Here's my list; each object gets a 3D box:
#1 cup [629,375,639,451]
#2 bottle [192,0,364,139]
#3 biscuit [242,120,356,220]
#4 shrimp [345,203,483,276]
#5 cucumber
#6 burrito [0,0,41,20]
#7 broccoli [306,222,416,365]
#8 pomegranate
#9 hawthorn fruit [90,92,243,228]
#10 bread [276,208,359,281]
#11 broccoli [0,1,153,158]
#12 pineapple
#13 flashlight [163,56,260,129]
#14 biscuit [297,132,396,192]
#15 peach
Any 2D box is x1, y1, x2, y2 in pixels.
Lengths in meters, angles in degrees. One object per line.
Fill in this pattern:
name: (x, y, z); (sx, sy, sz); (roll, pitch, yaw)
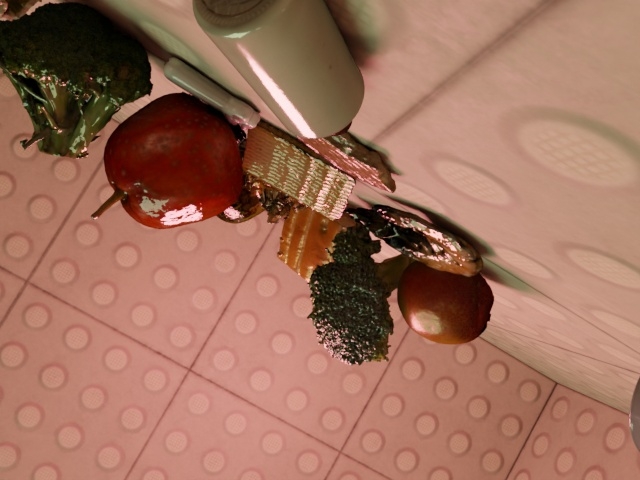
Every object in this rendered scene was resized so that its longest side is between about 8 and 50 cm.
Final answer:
cup: (0.634, 0.282, 0.742); (0.205, 0.206, 0.312); (32, 174, -25)
bottle: (-0.021, -0.176, 0.539); (0.104, 0.104, 0.245); (28, 175, 27)
biscuit: (-0.048, -0.147, 1.140); (0.254, 0.029, 0.172); (31, 148, 3)
shrimp: (0.186, -0.024, 1.169); (0.364, 0.071, 0.233); (28, 170, 34)
cucumber: (-0.245, -0.278, 1.227); (0.181, 0.053, 0.053); (30, 176, -10)
burrito: (-0.552, -0.455, 0.740); (0.331, 0.135, 0.190); (34, -178, -8)
broccoli: (0.134, 0.172, 1.459); (0.275, 0.353, 0.397); (41, -169, 22)
pomegranate: (-0.202, -0.171, 1.472); (0.222, 0.276, 0.204); (-2, -114, -61)
hawthorn fruit: (-0.323, -0.137, 1.105); (0.287, 0.330, 0.287); (48, 161, 22)
bread: (0.000, 0.000, 1.525); (0.239, 0.246, 0.111); (34, -144, 28)
broccoli: (-0.477, -0.299, 1.006); (0.303, 0.284, 0.321); (3, -163, -35)
pineapple: (-0.108, -0.135, 1.263); (0.249, 0.164, 0.140); (33, 169, 17)
flashlight: (-0.207, -0.274, 1.018); (0.200, 0.048, 0.093); (31, 178, -18)
biscuit: (0.027, -0.159, 0.892); (0.176, 0.031, 0.228); (25, 171, 44)
peach: (0.304, 0.146, 1.313); (0.230, 0.231, 0.231); (30, 176, 3)
